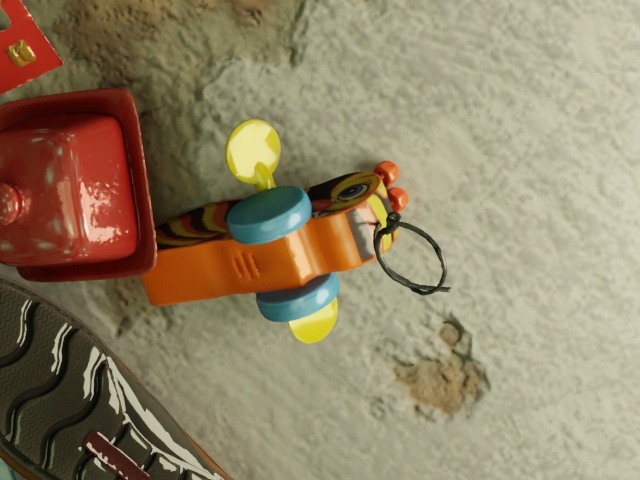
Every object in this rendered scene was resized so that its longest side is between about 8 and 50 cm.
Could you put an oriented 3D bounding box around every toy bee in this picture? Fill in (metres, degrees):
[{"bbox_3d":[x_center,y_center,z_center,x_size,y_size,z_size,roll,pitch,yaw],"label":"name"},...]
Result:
[{"bbox_3d":[0.000,0.000,1.609,0.298,0.162,0.195,17,126,23],"label":"toy bee"}]

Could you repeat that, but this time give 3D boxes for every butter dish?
[{"bbox_3d":[-0.230,-0.037,1.584,0.160,0.118,0.160,-4,98,32],"label":"butter dish"}]

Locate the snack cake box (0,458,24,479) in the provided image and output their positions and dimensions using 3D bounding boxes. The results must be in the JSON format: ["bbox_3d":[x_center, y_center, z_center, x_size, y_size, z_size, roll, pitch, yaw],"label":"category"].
[{"bbox_3d":[-0.408,0.170,1.725,0.264,0.089,0.152,-14,110,10],"label":"snack cake box"}]

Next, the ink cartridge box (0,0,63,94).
[{"bbox_3d":[-0.355,-0.153,1.592,0.224,0.056,0.181,-23,124,14],"label":"ink cartridge box"}]

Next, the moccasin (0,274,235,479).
[{"bbox_3d":[-0.201,0.159,1.662,0.380,0.147,0.139,39,76,-28],"label":"moccasin"}]
